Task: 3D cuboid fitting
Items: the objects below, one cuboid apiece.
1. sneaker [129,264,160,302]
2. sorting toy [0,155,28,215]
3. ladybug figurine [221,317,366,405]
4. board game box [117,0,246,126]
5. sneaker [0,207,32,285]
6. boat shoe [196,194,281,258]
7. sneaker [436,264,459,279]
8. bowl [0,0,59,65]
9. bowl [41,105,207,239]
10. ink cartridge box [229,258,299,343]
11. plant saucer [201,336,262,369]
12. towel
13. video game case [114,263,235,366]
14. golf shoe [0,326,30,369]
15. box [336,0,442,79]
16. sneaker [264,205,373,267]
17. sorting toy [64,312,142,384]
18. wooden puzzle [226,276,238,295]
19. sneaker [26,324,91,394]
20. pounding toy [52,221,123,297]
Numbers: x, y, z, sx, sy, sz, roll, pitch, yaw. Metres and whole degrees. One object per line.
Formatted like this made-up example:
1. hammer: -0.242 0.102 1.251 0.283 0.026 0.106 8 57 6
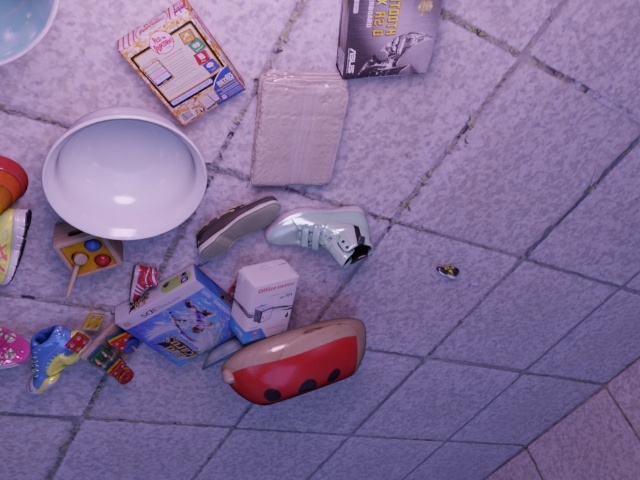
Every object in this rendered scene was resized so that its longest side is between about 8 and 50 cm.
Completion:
1. sneaker: -0.429 0.110 1.513 0.067 0.042 0.118 7 129 -21
2. sorting toy: -0.726 -0.117 1.120 0.365 0.126 0.127 21 124 -36
3. ladybug figurine: -0.058 0.337 1.701 0.449 0.162 0.305 -12 163 -30
4. board game box: -0.250 -0.321 1.138 0.146 0.045 0.193 -28 136 9
5. sneaker: -0.675 0.007 1.306 0.094 0.081 0.209 15 121 -22
6. boat shoe: -0.193 -0.044 1.419 0.227 0.069 0.081 -32 147 13
7. sneaker: 0.365 0.084 1.778 0.083 0.031 0.035 19 112 -38
8. bowl: -0.525 -0.415 0.861 0.311 0.163 0.312 -10 137 -10
9. bowl: -0.376 -0.151 1.201 0.297 0.134 0.298 -10 137 -10
10. ink cartridge box: -0.146 0.155 1.586 0.139 0.082 0.191 -12 132 -35
11. plant saucer: -0.250 0.301 1.729 0.195 0.037 0.195 -28 171 -5
12. towel: -0.049 -0.228 1.302 0.187 0.049 0.282 -2 135 -16
13. video game case: -0.352 0.204 1.622 0.244 0.061 0.269 -28 136 11
14. golf shoe: -0.860 0.278 1.497 0.306 0.115 0.140 4 142 -12
15. box: 0.130 -0.421 1.161 0.183 0.056 0.231 -7 136 -12
16. sneaker: 0.000 0.000 1.472 0.255 0.151 0.094 -10 138 -8
17. sorting toy: -0.528 0.280 1.592 0.132 0.046 0.274 -47 146 -13
18. wooden puzzle: -0.207 0.118 1.617 0.049 0.006 0.083 20 119 -40
19. sneaker: -0.703 0.293 1.583 0.240 0.091 0.126 -42 121 13
20. pounding toy: -0.517 0.031 1.359 0.141 0.100 0.130 -17 136 -2
